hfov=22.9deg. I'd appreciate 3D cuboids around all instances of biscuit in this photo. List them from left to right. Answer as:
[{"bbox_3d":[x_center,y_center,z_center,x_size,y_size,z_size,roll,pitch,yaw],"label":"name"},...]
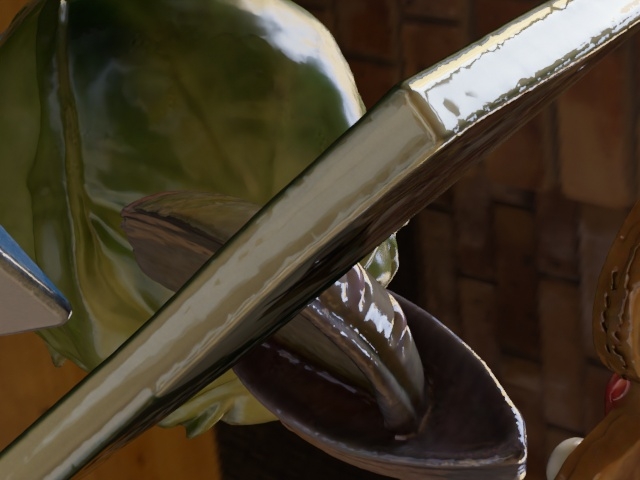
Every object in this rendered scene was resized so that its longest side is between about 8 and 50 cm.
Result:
[{"bbox_3d":[0.196,0.087,0.801,0.216,0.047,0.339,-41,134,-17],"label":"biscuit"}]

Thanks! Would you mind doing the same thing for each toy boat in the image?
[{"bbox_3d":[-0.017,0.040,0.980,0.111,0.276,0.293,-54,129,-14],"label":"toy boat"}]

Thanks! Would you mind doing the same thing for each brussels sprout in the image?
[{"bbox_3d":[-0.137,-0.074,1.398,0.342,0.425,0.361,-38,138,-29],"label":"brussels sprout"}]

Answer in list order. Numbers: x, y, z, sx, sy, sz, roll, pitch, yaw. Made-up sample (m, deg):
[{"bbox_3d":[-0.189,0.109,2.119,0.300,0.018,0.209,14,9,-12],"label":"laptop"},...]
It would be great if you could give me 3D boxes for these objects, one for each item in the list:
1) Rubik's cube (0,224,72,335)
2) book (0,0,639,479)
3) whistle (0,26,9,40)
[{"bbox_3d":[-0.320,-0.031,0.954,0.228,0.233,0.228,-29,117,-55],"label":"Rubik's cube"},{"bbox_3d":[0.000,0.000,0.601,0.027,0.264,0.202,51,37,3],"label":"book"},{"bbox_3d":[-0.366,-0.087,1.729,0.289,0.164,0.163,-54,138,-34],"label":"whistle"}]
